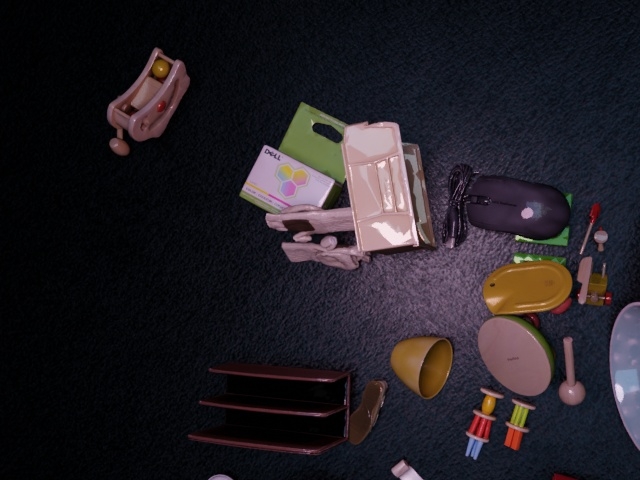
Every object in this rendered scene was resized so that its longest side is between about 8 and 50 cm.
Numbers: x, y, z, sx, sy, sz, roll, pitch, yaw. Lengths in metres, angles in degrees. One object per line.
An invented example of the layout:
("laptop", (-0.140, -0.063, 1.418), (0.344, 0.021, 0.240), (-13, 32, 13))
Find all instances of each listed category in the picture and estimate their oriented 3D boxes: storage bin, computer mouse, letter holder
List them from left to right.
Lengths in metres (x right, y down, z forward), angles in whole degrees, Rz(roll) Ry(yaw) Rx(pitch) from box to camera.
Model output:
("letter holder", (-0.111, 0.357, 1.731), (0.302, 0.214, 0.152), (1, 88, 21))
("storage bin", (0.146, -0.102, 1.684), (0.123, 0.262, 0.260), (-10, 85, 15))
("computer mouse", (0.379, -0.066, 1.686), (0.272, 0.072, 0.188), (7, 88, 30))

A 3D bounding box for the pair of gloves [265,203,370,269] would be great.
("pair of gloves", (0.000, 0.000, 1.735), (0.204, 0.240, 0.042), (4, 61, 14))

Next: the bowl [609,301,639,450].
("bowl", (0.697, 0.263, 1.537), (0.163, 0.311, 0.311), (-7, 85, -6))

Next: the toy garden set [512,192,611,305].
("toy garden set", (0.513, 0.025, 1.699), (0.204, 0.049, 0.244), (6, 88, 16))

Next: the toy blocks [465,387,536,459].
("toy blocks", (0.376, 0.402, 1.708), (0.123, 0.054, 0.148), (18, 92, 14))

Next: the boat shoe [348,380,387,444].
("boat shoe", (0.105, 0.380, 1.783), (0.056, 0.048, 0.153), (23, 96, 30))

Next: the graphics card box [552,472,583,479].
("graphics card box", (0.553, 0.689, 1.632), (0.233, 0.094, 0.371), (12, 91, 14))

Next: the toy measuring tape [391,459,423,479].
("toy measuring tape", (0.264, 0.610, 1.695), (0.121, 0.121, 0.330), (-42, 79, 8))

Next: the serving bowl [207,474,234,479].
("serving bowl", (-0.225, 0.579, 1.860), (0.083, 0.027, 0.083), (-1, 87, 14))

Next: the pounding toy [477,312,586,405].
("pounding toy", (0.450, 0.223, 1.664), (0.237, 0.110, 0.183), (16, 126, 48))

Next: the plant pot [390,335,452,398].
("plant pot", (0.208, 0.260, 1.730), (0.095, 0.134, 0.134), (17, 92, 38))

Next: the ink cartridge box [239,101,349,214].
("ink cartridge box", (-0.037, -0.169, 1.816), (0.189, 0.097, 0.255), (28, 95, 13))

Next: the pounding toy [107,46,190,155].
("pounding toy", (-0.441, -0.331, 1.893), (0.155, 0.154, 0.269), (31, 94, 13))

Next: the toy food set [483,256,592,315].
("toy food set", (0.446, 0.110, 1.640), (0.218, 0.071, 0.128), (-7, 47, 24))
